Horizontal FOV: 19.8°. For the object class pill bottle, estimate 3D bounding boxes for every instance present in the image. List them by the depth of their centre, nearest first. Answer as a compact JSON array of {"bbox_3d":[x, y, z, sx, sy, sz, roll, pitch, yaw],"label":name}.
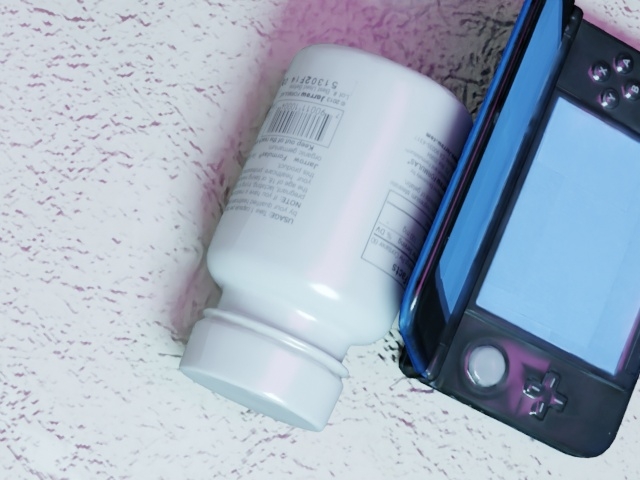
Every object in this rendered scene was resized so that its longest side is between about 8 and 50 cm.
[{"bbox_3d":[0.000,0.000,1.191,0.131,0.131,0.229,28,78,-18],"label":"pill bottle"}]

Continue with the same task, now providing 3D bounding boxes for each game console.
[{"bbox_3d":[0.176,-0.023,1.241,0.250,0.173,0.293,27,78,-18],"label":"game console"}]
